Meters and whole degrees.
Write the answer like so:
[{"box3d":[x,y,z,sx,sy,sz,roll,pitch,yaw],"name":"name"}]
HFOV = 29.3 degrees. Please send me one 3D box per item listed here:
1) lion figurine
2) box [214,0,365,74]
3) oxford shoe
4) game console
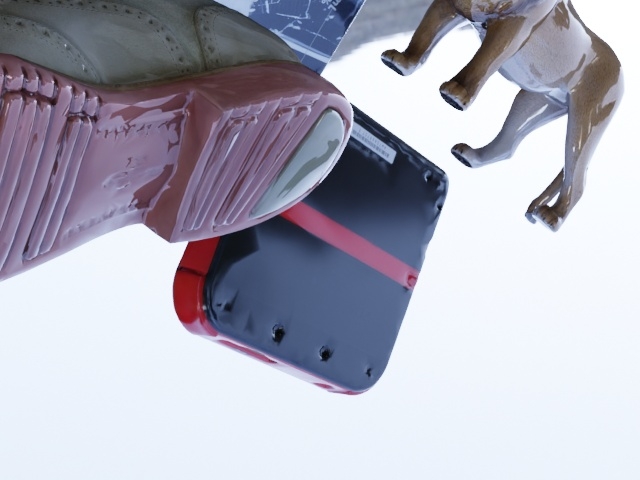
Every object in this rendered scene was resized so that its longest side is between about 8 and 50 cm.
[{"box3d":[0.209,-0.188,1.165,0.142,0.392,0.240,35,-98,36],"name":"lion figurine"},{"box3d":[-0.099,-0.308,1.042,0.312,0.343,0.179,16,-158,-42],"name":"box"},{"box3d":[-0.167,-0.072,0.650,0.397,0.140,0.146,-4,-133,-46],"name":"oxford shoe"},{"box3d":[0.000,0.000,1.543,0.060,0.386,0.342,10,-103,42],"name":"game console"}]
